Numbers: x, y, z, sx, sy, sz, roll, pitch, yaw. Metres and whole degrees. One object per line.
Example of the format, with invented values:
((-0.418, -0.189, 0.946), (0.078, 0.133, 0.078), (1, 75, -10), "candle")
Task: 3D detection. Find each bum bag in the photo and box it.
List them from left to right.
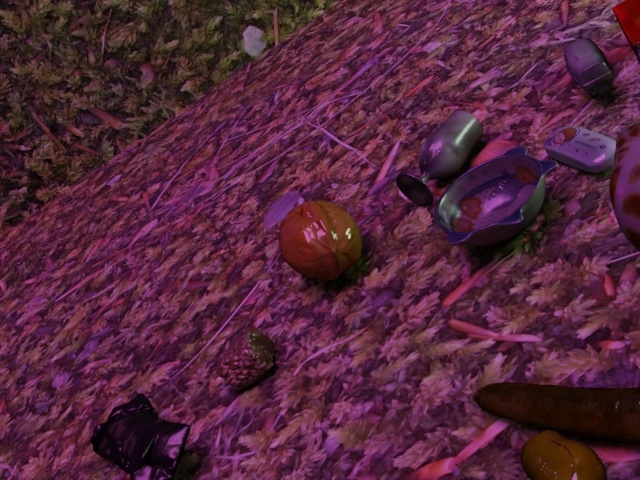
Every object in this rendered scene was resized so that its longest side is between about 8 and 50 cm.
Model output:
((-0.326, 0.368, 1.812), (0.144, 0.095, 0.340), (-53, 25, -15), "bum bag")

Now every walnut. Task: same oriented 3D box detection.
((0.000, 0.000, 1.940), (0.159, 0.159, 0.206), (-38, 22, -3), "walnut")

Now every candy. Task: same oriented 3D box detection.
((-0.137, 0.222, 1.842), (0.110, 0.085, 0.095), (-40, 16, 20), "candy")

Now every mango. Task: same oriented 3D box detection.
((0.303, 0.287, 1.224), (0.091, 0.074, 0.165), (-40, 14, 7), "mango")

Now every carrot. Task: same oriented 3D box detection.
((0.336, 0.220, 1.290), (0.359, 0.074, 0.074), (-3, 42, 49), "carrot")

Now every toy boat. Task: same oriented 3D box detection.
((0.526, -0.343, 1.947), (0.078, 0.085, 0.260), (-28, 18, 16), "toy boat")

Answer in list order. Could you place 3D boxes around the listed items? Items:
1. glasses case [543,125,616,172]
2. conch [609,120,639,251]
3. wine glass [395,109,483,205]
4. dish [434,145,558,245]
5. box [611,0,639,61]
((0.465, -0.164, 1.760), (0.067, 0.045, 0.178), (-39, 27, -6), "glasses case")
((0.523, -0.077, 1.349), (0.368, 0.197, 0.249), (47, 119, 33), "conch")
((0.243, -0.169, 1.981), (0.202, 0.093, 0.093), (-49, 29, -22), "wine glass")
((0.315, -0.050, 1.717), (0.236, 0.086, 0.228), (-41, 28, -8), "dish")
((0.725, -0.448, 1.854), (0.313, 0.089, 0.197), (-26, 28, 19), "box")
